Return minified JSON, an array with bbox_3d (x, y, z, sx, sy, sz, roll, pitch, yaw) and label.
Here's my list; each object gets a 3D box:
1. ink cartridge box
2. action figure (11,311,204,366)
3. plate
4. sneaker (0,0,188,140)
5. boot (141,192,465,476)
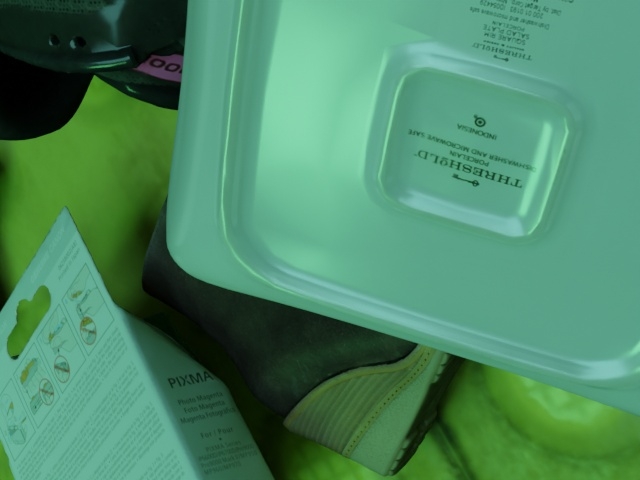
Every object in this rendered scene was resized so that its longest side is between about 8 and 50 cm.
[{"bbox_3d":[-0.132,0.123,0.770,0.189,0.066,0.232,-50,54,37],"label":"ink cartridge box"},{"bbox_3d":[-0.165,0.117,0.857,0.232,0.063,0.137,-5,113,42],"label":"action figure"},{"bbox_3d":[0.065,-0.045,0.488,0.277,0.045,0.278,17,130,9],"label":"plate"},{"bbox_3d":[-0.054,-0.176,0.594,0.483,0.185,0.202,-20,89,50],"label":"sneaker"},{"bbox_3d":[0.000,0.000,0.672,0.207,0.090,0.248,38,128,17],"label":"boot"}]
